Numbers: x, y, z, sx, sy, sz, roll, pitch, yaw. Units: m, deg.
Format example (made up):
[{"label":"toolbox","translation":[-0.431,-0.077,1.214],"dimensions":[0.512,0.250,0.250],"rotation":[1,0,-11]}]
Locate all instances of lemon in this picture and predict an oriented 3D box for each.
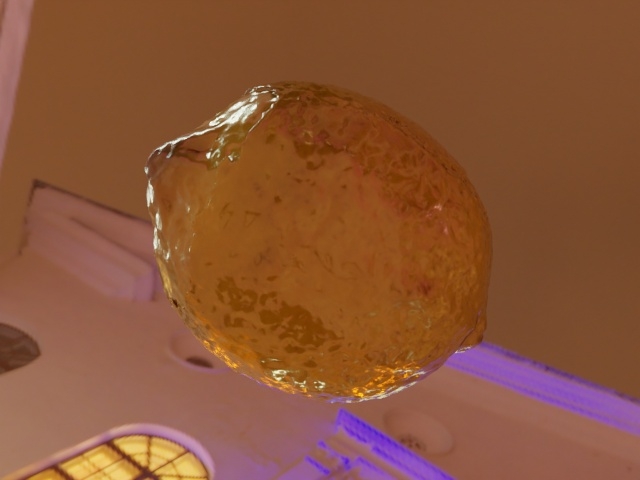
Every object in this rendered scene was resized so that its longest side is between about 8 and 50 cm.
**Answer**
[{"label":"lemon","translation":[0.003,0.000,0.501],"dimensions":[0.193,0.180,0.180],"rotation":[9,-75,10]}]
